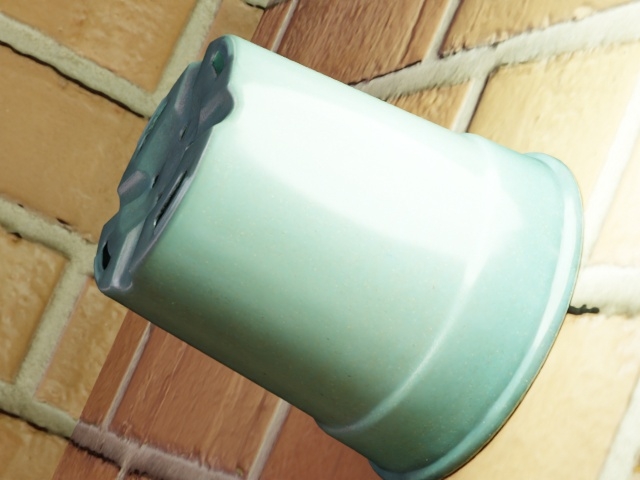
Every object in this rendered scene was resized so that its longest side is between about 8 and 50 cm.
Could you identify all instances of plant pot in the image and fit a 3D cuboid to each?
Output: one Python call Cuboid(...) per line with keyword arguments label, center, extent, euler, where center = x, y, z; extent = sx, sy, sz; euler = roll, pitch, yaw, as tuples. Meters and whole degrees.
Cuboid(label="plant pot", center=(0.000, 0.000, 1.356), extent=(0.341, 0.334, 0.341), euler=(-51, 22, 30))
